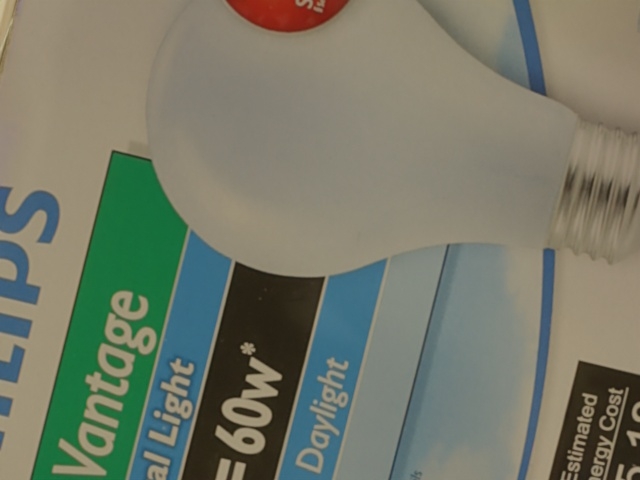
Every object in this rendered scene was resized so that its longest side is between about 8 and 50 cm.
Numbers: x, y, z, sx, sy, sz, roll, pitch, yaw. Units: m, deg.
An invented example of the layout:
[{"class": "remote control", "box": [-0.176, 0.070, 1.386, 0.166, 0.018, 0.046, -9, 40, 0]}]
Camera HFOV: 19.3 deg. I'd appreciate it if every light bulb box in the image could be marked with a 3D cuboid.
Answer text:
[{"class": "light bulb box", "box": [0.000, 0.000, 0.920, 0.361, 0.225, 0.358, 13, -89, -12]}]
